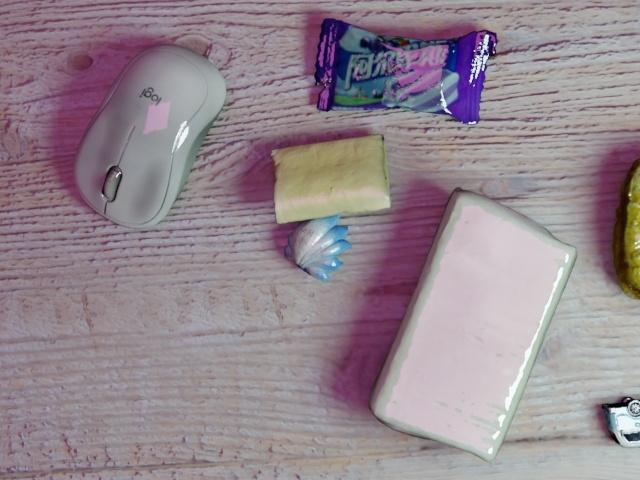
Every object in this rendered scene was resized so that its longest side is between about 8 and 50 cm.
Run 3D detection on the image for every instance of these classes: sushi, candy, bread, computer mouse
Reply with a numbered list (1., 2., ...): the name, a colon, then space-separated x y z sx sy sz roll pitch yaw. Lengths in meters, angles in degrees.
1. sushi: 0.515 -0.002 1.521 0.184 0.139 0.274 7 82 7
2. candy: 0.219 0.123 1.545 0.208 0.145 0.359 23 89 9
3. candy: 0.127 -0.259 1.634 0.275 0.070 0.145 6 94 6
4. bread: 0.015 -0.095 1.613 0.178 0.060 0.139 -8 50 4
5. computer mouse: -0.265 -0.165 1.649 0.184 0.121 0.297 34 89 8

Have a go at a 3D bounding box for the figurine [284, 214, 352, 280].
1. figurine: 0.000 0.000 1.623 0.114 0.079 0.114 -19 51 26

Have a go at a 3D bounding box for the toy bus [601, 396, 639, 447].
1. toy bus: 0.475 0.263 1.542 0.123 0.060 0.075 -7 87 4
